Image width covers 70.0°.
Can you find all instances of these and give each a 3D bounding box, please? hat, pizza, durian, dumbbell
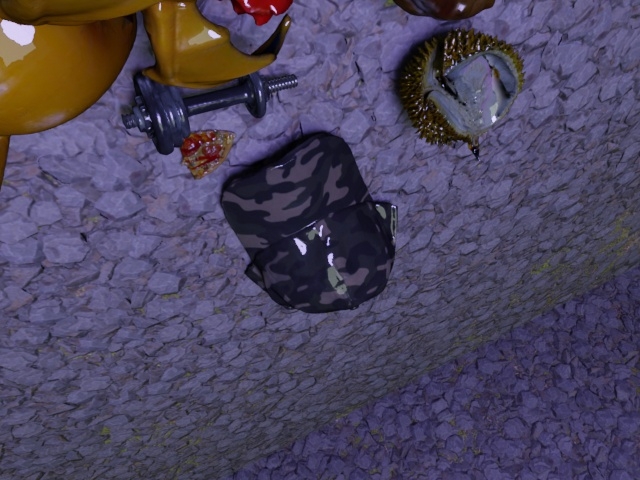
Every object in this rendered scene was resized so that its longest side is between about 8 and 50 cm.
[{"bbox_3d":[0.000,0.000,0.888,0.366,0.257,0.382,-31,162,1],"label":"hat"},{"bbox_3d":[-0.191,-0.134,0.744,0.100,0.029,0.099,-4,137,-28],"label":"pizza"},{"bbox_3d":[0.230,-0.253,0.779,0.193,0.138,0.237,-31,140,-2],"label":"durian"},{"bbox_3d":[-0.148,-0.197,0.645,0.254,0.110,0.110,-20,142,-20],"label":"dumbbell"}]

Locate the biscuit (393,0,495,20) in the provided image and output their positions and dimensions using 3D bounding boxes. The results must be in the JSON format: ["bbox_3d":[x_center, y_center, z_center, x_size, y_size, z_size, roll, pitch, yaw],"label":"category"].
[{"bbox_3d":[0.177,-0.420,0.512,0.332,0.103,0.332,-32,141,-31],"label":"biscuit"}]

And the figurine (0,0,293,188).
[{"bbox_3d":[-0.201,-0.222,0.375,0.387,0.401,0.268,-27,110,7],"label":"figurine"}]
